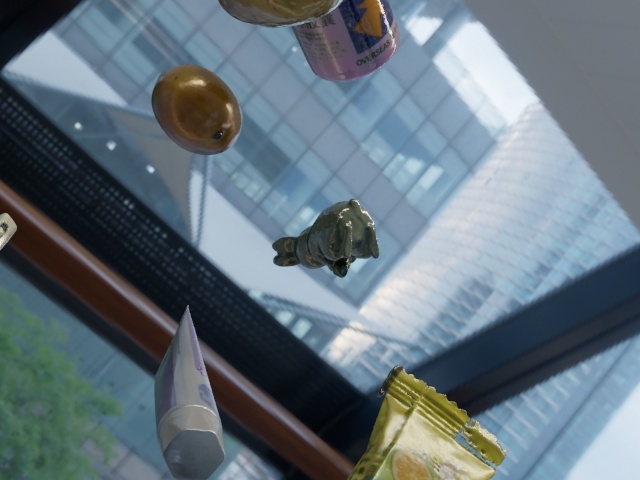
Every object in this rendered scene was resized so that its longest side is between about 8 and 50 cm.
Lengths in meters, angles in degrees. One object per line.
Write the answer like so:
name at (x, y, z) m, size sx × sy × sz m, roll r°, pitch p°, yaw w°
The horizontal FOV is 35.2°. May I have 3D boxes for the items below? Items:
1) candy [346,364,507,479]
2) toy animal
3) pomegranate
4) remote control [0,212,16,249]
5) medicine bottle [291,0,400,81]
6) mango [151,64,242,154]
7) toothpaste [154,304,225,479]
candy at (0.087, 0.302, 1.196) m, size 0.187 × 0.297 × 0.081 m, roll 37°, pitch -30°, yaw 3°
toy animal at (0.011, 0.000, 1.840) m, size 0.108 × 0.138 × 0.236 m, roll 1°, pitch -3°, yaw -31°
pomegranate at (-0.057, -0.398, 1.360) m, size 0.215 × 0.215 × 0.215 m, roll 40°, pitch -8°, yaw 7°
remote control at (-0.539, 0.034, 1.451) m, size 0.049 × 0.230 × 0.090 m, roll 58°, pitch 25°, yaw -21°
medicine bottle at (0.016, -0.438, 1.753) m, size 0.178 × 0.178 × 0.290 m, roll 33°, pitch -22°, yaw 44°
mango at (-0.222, -0.236, 1.821) m, size 0.175 × 0.139 × 0.254 m, roll 54°, pitch -1°, yaw -15°
toothpaste at (-0.190, 0.200, 1.360) m, size 0.080 × 0.125 × 0.371 m, roll 21°, pitch 10°, yaw -19°
